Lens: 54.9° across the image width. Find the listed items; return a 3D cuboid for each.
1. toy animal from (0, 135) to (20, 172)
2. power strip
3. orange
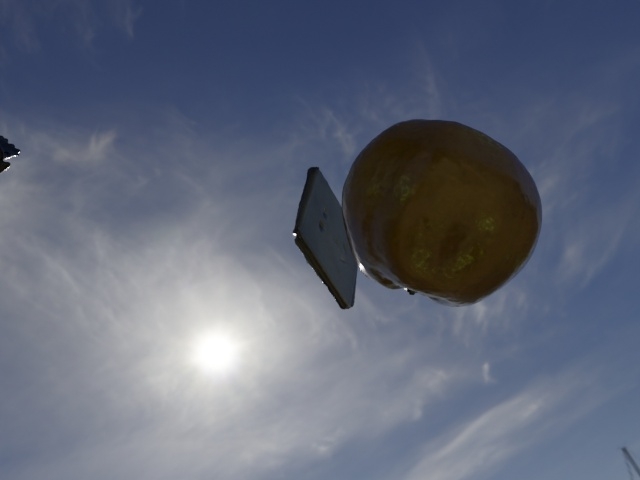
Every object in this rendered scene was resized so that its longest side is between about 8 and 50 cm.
[{"bbox_3d":[-0.413,-0.129,0.736,0.062,0.220,0.107,-10,-77,-4],"label":"toy animal"},{"bbox_3d":[0.000,0.000,1.132,0.065,0.198,0.213,-16,-54,22],"label":"power strip"},{"bbox_3d":[0.157,-0.031,0.840,0.279,0.279,0.235,33,-96,-47],"label":"orange"}]
